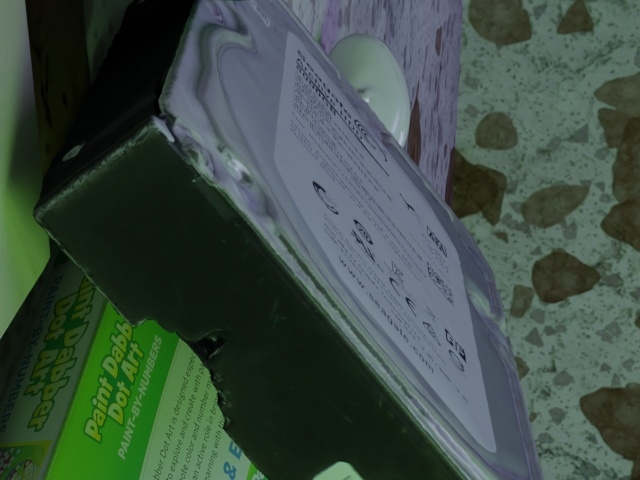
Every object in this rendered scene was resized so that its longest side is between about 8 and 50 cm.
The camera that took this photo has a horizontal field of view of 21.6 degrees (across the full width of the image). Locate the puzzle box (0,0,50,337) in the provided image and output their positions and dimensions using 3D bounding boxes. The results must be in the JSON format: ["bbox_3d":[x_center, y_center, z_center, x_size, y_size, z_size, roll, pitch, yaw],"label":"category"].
[{"bbox_3d":[-0.158,-0.011,0.363,0.409,0.052,0.272,-69,163,-58],"label":"puzzle box"}]

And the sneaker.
[{"bbox_3d":[0.016,-0.072,1.319,0.094,0.080,0.212,39,57,-64],"label":"sneaker"}]

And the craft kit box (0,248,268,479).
[{"bbox_3d":[-0.037,0.111,0.770,0.246,0.061,0.250,49,38,-32],"label":"craft kit box"}]

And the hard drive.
[{"bbox_3d":[0.000,0.000,0.720,0.237,0.064,0.339,51,13,-16],"label":"hard drive"}]
